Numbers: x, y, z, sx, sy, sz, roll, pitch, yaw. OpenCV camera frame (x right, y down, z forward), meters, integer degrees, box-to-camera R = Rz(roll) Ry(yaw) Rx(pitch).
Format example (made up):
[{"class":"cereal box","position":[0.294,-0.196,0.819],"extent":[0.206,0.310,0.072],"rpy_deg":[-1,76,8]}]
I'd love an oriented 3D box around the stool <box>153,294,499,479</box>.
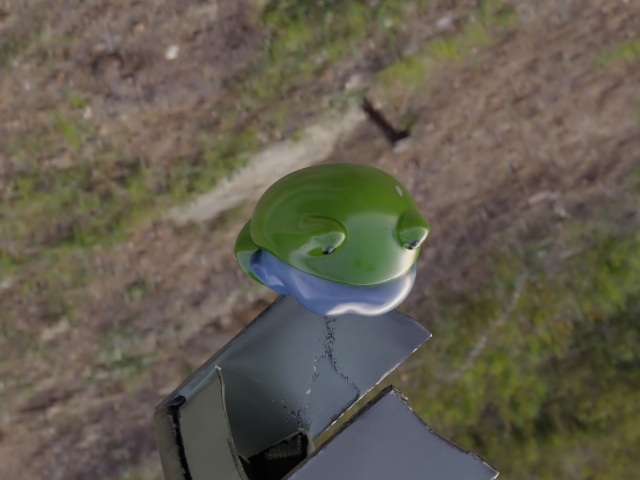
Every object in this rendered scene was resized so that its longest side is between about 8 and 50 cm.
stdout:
[{"class":"stool","position":[-0.006,0.200,1.546],"extent":[0.270,0.243,0.170],"rpy_deg":[-43,122,12]}]

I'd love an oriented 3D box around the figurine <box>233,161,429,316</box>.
[{"class":"figurine","position":[0.000,0.000,1.484],"extent":[0.162,0.143,0.263],"rpy_deg":[2,178,-21]}]
